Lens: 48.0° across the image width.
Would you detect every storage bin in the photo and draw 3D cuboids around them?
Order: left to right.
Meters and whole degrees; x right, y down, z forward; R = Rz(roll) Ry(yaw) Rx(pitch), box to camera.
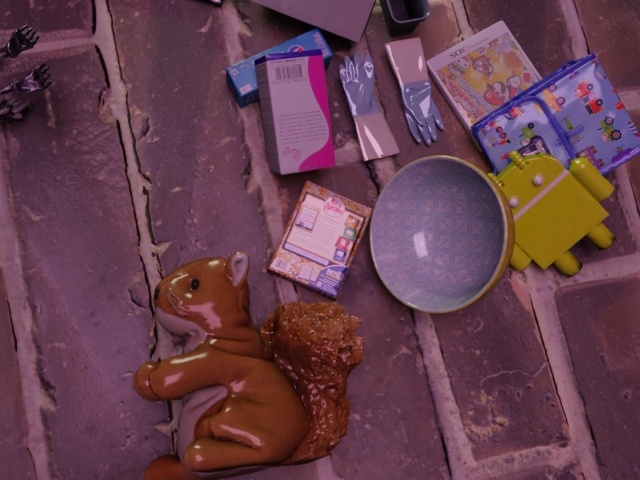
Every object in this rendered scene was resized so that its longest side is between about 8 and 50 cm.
[{"bbox_3d":[0.172,-0.501,1.509,0.098,0.091,0.135,-13,81,-9],"label":"storage bin"}]

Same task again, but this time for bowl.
[{"bbox_3d":[0.252,-0.011,1.366,0.156,0.289,0.290,0,74,-51],"label":"bowl"}]

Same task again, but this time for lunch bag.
[{"bbox_3d":[0.462,-0.202,1.465,0.293,0.138,0.221,-33,96,2],"label":"lunch bag"}]

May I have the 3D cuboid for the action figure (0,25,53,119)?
[{"bbox_3d":[-0.620,-0.292,1.348,0.275,0.141,0.164,-14,110,27],"label":"action figure"}]

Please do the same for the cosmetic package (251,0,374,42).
[{"bbox_3d":[-0.007,-0.497,1.457,0.237,0.127,0.107,18,119,-2],"label":"cosmetic package"}]

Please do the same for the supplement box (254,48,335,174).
[{"bbox_3d":[-0.050,-0.244,1.377,0.111,0.114,0.220,-10,100,-15],"label":"supplement box"}]

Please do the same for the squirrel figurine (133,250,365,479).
[{"bbox_3d":[-0.126,0.211,1.270,0.396,0.281,0.371,-2,67,-21],"label":"squirrel figurine"}]

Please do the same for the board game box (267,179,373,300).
[{"bbox_3d":[0.000,0.000,1.406,0.146,0.045,0.194,24,76,-1],"label":"board game box"}]

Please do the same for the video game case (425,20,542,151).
[{"bbox_3d":[0.364,-0.330,1.529,0.206,0.026,0.227,-30,83,-12],"label":"video game case"}]

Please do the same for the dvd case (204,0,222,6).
[{"bbox_3d":[-0.298,-0.608,1.470,0.252,0.022,0.181,17,98,-8],"label":"dvd case"}]

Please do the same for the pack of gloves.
[{"bbox_3d":[0.144,-0.291,1.496,0.195,0.046,0.232,-14,86,-16],"label":"pack of gloves"}]

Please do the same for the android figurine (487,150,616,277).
[{"bbox_3d":[0.444,-0.058,1.417,0.248,0.056,0.273,-42,99,16],"label":"android figurine"}]

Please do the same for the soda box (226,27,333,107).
[{"bbox_3d":[-0.084,-0.349,1.456,0.210,0.071,0.067,-26,84,-11],"label":"soda box"}]
